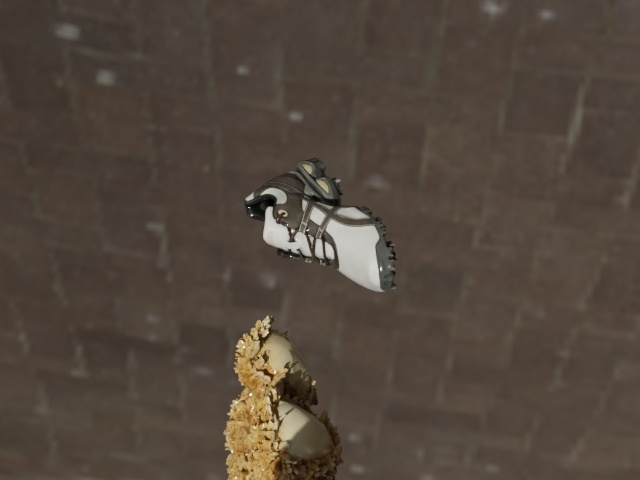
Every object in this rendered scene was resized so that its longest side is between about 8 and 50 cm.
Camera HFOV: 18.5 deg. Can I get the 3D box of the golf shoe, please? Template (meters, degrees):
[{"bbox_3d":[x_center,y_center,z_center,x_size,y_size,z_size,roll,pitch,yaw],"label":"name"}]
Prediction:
[{"bbox_3d":[0.000,0.000,1.810,0.094,0.198,0.077,-19,124,-21],"label":"golf shoe"}]

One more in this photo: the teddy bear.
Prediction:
[{"bbox_3d":[-0.043,0.228,1.707,0.113,0.245,0.338,-12,148,-10],"label":"teddy bear"}]
